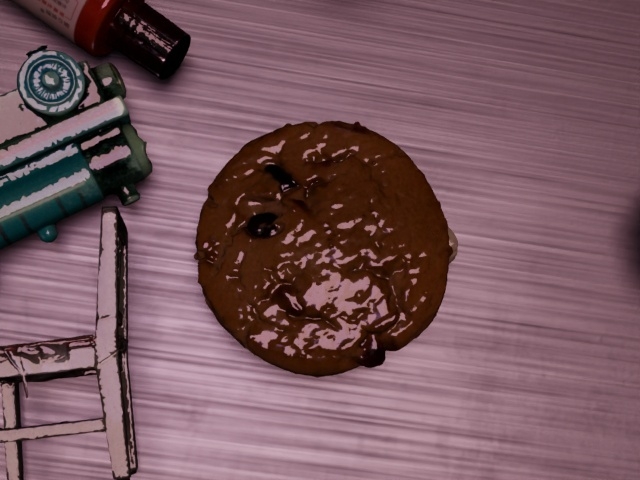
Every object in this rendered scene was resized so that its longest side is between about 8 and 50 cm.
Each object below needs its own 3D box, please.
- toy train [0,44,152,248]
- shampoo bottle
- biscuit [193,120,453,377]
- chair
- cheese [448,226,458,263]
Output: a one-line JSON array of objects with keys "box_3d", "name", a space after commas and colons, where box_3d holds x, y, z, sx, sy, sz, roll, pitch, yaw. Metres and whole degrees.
[{"box_3d": [-0.328, -0.073, 0.941, 0.298, 0.120, 0.194, -27, 90, -10], "name": "toy train"}, {"box_3d": [-0.270, -0.279, 0.987, 0.278, 0.104, 0.104, 35, 78, 2], "name": "shampoo bottle"}, {"box_3d": [-0.001, -0.001, 0.951, 0.295, 0.075, 0.296, -2, 68, 4], "name": "biscuit"}, {"box_3d": [-0.265, 0.112, 0.896, 0.147, 0.136, 0.271, -5, 81, -8], "name": "chair"}, {"box_3d": [0.066, 0.040, 0.994, 0.194, 0.043, 0.065, -31, 82, -10], "name": "cheese"}]
